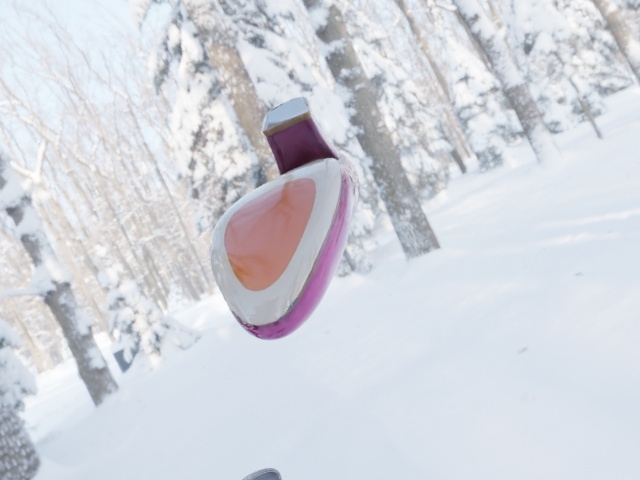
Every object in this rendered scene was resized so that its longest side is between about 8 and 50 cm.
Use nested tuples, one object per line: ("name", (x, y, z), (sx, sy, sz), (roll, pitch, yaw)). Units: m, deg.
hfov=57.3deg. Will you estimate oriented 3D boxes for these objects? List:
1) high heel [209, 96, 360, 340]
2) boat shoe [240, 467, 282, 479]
("high heel", (0.000, 0.000, 0.579), (0.127, 0.181, 0.377), (-18, 31, 17))
("boat shoe", (-0.139, 0.487, 1.088), (0.206, 0.075, 0.065), (-19, -16, -45))
